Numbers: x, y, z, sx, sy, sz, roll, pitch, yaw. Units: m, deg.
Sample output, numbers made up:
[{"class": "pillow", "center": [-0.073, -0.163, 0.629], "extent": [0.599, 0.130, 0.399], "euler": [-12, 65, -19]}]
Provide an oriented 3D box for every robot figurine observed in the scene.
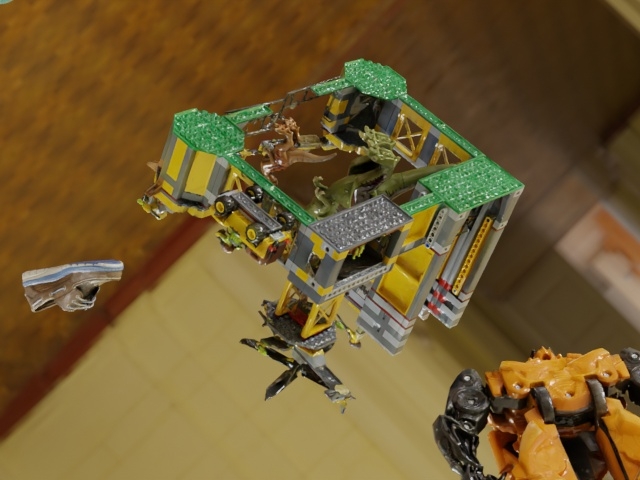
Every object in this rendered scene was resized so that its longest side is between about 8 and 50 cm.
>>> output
[{"class": "robot figurine", "center": [0.200, 0.188, 1.243], "extent": [0.211, 0.291, 0.085], "euler": [-6, 126, -7]}]

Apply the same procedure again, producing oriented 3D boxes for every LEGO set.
[{"class": "LEGO set", "center": [0.000, 0.000, 1.440], "extent": [0.331, 0.255, 0.192], "euler": [-32, 151, -50]}]

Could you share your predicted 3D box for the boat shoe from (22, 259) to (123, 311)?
[{"class": "boat shoe", "center": [-0.344, 0.066, 2.376], "extent": [0.183, 0.066, 0.066], "euler": [-10, 175, 40]}]

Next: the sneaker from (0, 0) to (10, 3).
[{"class": "sneaker", "center": [-0.188, -0.275, 1.494], "extent": [0.275, 0.110, 0.107], "euler": [-25, -179, 17]}]
